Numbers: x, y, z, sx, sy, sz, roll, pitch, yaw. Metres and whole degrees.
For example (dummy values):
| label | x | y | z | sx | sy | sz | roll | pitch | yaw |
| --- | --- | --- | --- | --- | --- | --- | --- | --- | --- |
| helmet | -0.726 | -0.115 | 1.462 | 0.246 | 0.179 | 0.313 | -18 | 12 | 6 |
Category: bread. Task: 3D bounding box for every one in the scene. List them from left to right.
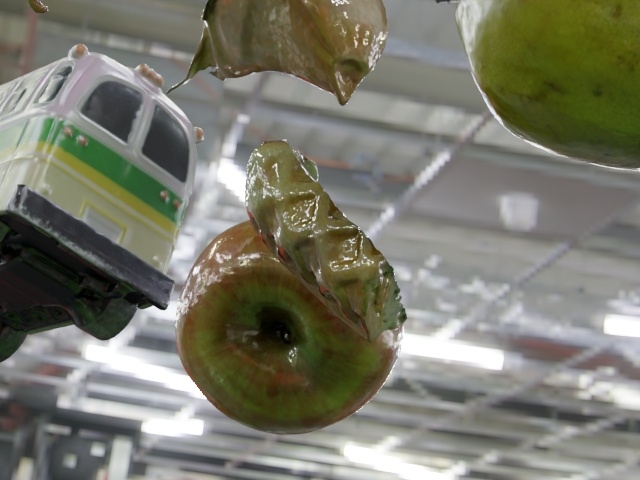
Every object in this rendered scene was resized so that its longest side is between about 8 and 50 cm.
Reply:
| label | x | y | z | sx | sy | sz | roll | pitch | yaw |
| --- | --- | --- | --- | --- | --- | --- | --- | --- | --- |
| bread | 0.000 | 0.000 | 1.568 | 0.088 | 0.232 | 0.128 | -37 | -39 | -2 |

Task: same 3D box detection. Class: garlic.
| label | x | y | z | sx | sy | sz | roll | pitch | yaw |
| --- | --- | --- | --- | --- | --- | --- | --- | --- | --- |
| garlic | -0.064 | -0.277 | 2.131 | 0.338 | 0.196 | 0.151 | 8 | -16 | 42 |

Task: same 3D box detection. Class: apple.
| label | x | y | z | sx | sy | sz | roll | pitch | yaw |
| --- | --- | --- | --- | --- | --- | --- | --- | --- | --- |
| apple | -0.033 | 0.092 | 1.931 | 0.264 | 0.264 | 0.264 | 7 | -16 | 2 |

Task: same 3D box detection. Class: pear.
| label | x | y | z | sx | sy | sz | roll | pitch | yaw |
| --- | --- | --- | --- | --- | --- | --- | --- | --- | --- |
| pear | 0.302 | -0.204 | 1.591 | 0.375 | 0.287 | 0.287 | 22 | -16 | 5 |

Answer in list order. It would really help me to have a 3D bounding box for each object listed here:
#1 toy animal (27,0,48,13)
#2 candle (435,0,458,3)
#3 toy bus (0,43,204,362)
| label | x | y | z | sx | sy | sz | roll | pitch | yaw |
| --- | --- | --- | --- | --- | --- | --- | --- | --- | --- |
| toy animal | -0.323 | -0.366 | 1.818 | 0.099 | 0.241 | 0.057 | -19 | 1 | -25 |
| candle | 0.279 | -0.463 | 2.411 | 0.343 | 0.221 | 0.221 | -11 | -7 | -27 |
| toy bus | -0.233 | -0.023 | 1.242 | 0.143 | 0.179 | 0.305 | 34 | -31 | -32 |
